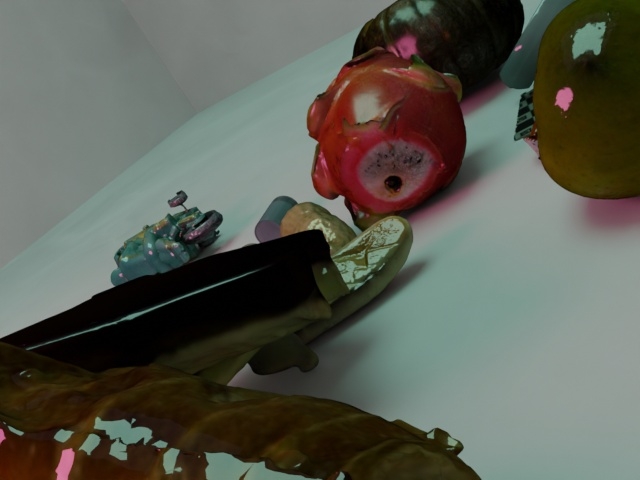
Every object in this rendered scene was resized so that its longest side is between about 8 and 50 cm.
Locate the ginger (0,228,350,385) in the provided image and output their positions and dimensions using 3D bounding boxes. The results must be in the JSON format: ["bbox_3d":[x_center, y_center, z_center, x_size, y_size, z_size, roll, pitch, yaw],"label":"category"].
[{"bbox_3d":[-0.150,0.144,0.833,0.414,0.211,0.358,-18,7,17],"label":"ginger"}]

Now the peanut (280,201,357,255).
[{"bbox_3d":[0.000,0.000,1.089,0.082,0.082,0.187,-35,17,-7],"label":"peanut"}]

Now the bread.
[{"bbox_3d":[0.020,0.057,0.941,0.214,0.053,0.073,-38,45,-2],"label":"bread"}]

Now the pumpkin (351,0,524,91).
[{"bbox_3d":[0.200,-0.341,1.464,0.320,0.192,0.320,-34,5,3],"label":"pumpkin"}]

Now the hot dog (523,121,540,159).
[{"bbox_3d":[0.325,-0.156,0.984,0.191,0.059,0.108,-31,12,12],"label":"hot dog"}]

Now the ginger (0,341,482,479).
[{"bbox_3d":[-0.096,0.195,0.539,0.419,0.254,0.176,0,5,26],"label":"ginger"}]

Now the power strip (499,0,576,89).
[{"bbox_3d":[0.350,-0.334,1.309,0.253,0.054,0.167,-51,-9,-53],"label":"power strip"}]

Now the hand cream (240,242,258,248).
[{"bbox_3d":[-0.070,0.045,1.156,0.087,0.054,0.186,-30,22,-15],"label":"hand cream"}]

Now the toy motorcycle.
[{"bbox_3d":[-0.297,0.009,1.568,0.297,0.109,0.198,-13,28,51],"label":"toy motorcycle"}]

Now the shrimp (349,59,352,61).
[{"bbox_3d":[0.112,-0.350,1.918,0.178,0.075,0.289,-40,31,-15],"label":"shrimp"}]

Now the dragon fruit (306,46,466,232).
[{"bbox_3d":[0.085,-0.142,1.123,0.224,0.224,0.227,-27,23,18],"label":"dragon fruit"}]

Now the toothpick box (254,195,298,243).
[{"bbox_3d":[-0.067,-0.030,1.348,0.052,0.052,0.083,-23,20,30],"label":"toothpick box"}]

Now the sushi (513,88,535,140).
[{"bbox_3d":[0.327,-0.214,1.183,0.139,0.031,0.201,-25,18,25],"label":"sushi"}]

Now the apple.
[{"bbox_3d":[0.276,-0.131,0.783,0.157,0.196,0.196,-5,26,19],"label":"apple"}]
